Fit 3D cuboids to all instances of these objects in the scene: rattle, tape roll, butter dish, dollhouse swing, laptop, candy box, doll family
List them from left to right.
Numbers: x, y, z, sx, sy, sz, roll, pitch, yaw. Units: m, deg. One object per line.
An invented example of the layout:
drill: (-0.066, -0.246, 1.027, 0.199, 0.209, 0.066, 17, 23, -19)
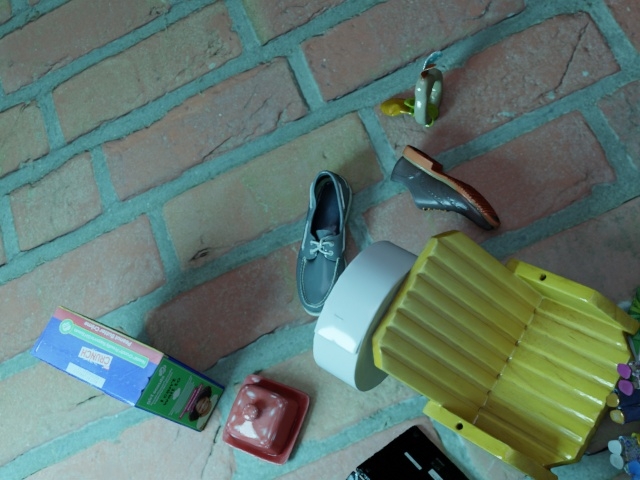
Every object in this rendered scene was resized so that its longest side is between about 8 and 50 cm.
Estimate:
candy box: (-0.383, 0.266, 1.769, 0.268, 0.317, 0.122, 21, 78, 23)
butter dish: (-0.126, 0.359, 1.766, 0.160, 0.118, 0.160, 17, 78, 22)
tape roll: (0.106, 0.146, 1.677, 0.100, 0.286, 0.286, 29, 81, 25)
laptop: (0.156, 0.530, 1.645, 0.264, 0.137, 0.234, -28, 58, -34)
rattle: (0.195, -0.342, 1.872, 0.142, 0.200, 0.130, 34, 83, 25)
dollhouse swing: (0.329, 0.193, 1.558, 0.315, 0.305, 0.347, 25, 80, 46)
doll family: (0.589, 0.316, 1.530, 0.163, 0.118, 0.263, -2, 83, -20)

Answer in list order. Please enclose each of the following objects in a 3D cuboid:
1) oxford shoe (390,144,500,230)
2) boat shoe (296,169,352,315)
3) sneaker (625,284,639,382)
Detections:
oxford shoe: (0.263, -0.091, 1.835, 0.271, 0.097, 0.098, 42, 107, 29)
boat shoe: (0.000, 0.000, 1.866, 0.116, 0.099, 0.320, 4, 72, 18)
sneaker: (0.622, 0.132, 1.612, 0.109, 0.123, 0.296, 17, 77, 22)
